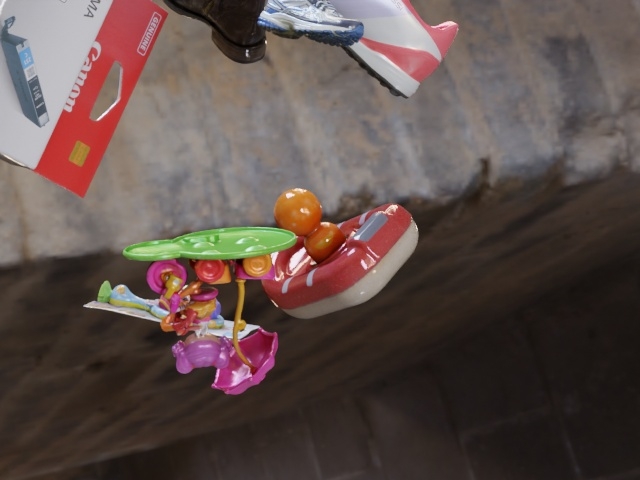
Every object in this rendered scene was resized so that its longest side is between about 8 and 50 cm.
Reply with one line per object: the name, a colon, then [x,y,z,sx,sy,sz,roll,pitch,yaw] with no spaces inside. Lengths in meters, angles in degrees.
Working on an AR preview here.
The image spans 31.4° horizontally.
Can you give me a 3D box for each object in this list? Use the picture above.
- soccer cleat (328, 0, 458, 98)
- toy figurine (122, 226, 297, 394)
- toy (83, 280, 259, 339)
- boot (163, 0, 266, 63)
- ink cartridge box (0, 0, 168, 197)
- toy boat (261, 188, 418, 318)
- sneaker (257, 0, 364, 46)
soccer cleat: [0.023,-0.309,1.355,0.116,0.318,0.108,-47,15,9]
toy figurine: [-0.105,0.078,1.145,0.130,0.173,0.159,-148,53,-71]
toy: [-0.215,0.093,1.695,0.137,0.237,0.056,-23,-59,-79]
boot: [-0.135,-0.397,1.586,0.263,0.091,0.229,44,145,24]
ink cartridge box: [-0.327,-0.229,1.465,0.066,0.261,0.296,15,80,44]
toy boat: [0.000,0.000,1.412,0.151,0.151,0.231,50,148,-12]
sneaker: [-0.009,-0.245,1.217,0.135,0.052,0.058,17,91,34]
